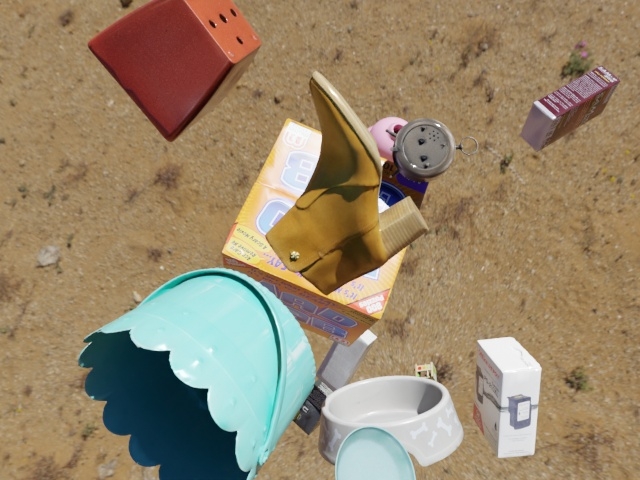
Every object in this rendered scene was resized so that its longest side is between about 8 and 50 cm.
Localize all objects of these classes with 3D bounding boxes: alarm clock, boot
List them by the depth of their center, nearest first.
[{"bbox_3d":[0.001,-0.065,0.805,0.211,0.104,0.295,-31,109,13],"label":"boot"},{"bbox_3d":[0.237,-0.193,1.178,0.191,0.064,0.130,-5,85,0],"label":"alarm clock"}]

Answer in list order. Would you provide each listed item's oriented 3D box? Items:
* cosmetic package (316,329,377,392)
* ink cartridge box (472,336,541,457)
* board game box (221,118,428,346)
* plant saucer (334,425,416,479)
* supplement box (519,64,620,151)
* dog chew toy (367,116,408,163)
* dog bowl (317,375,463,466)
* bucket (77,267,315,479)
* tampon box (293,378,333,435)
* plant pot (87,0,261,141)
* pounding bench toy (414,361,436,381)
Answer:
[{"bbox_3d":[0.076,0.355,1.706,0.098,0.060,0.239,38,124,19],"label":"cosmetic package"},{"bbox_3d":[0.459,0.385,1.393,0.100,0.172,0.238,-3,106,-5],"label":"ink cartridge box"},{"bbox_3d":[0.000,0.000,1.356,0.355,0.357,0.357,23,69,1],"label":"board game box"},{"bbox_3d":[0.062,0.286,0.672,0.119,0.021,0.120,18,54,-27],"label":"plant saucer"},{"bbox_3d":[0.647,-0.343,1.457,0.239,0.130,0.073,-30,63,-14],"label":"supplement box"},{"bbox_3d":[0.173,-0.228,1.557,0.206,0.332,0.207,3,72,-8],"label":"dog chew toy"},{"bbox_3d":[0.159,0.423,1.338,0.348,0.349,0.102,-8,94,6],"label":"dog bowl"},{"bbox_3d":[-0.153,0.181,0.736,0.281,0.281,0.183,32,41,16],"label":"bucket"},{"bbox_3d":[-0.013,0.559,1.912,0.101,0.161,0.121,38,119,18],"label":"tampon box"},{"bbox_3d":[-0.294,-0.431,1.260,0.235,0.267,0.267,-28,110,30],"label":"plant pot"},{"bbox_3d":[0.341,0.449,1.823,0.065,0.052,0.083,-12,45,20],"label":"pounding bench toy"}]
